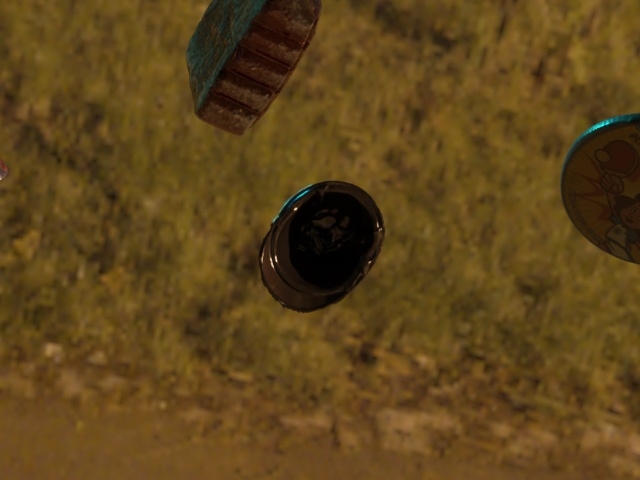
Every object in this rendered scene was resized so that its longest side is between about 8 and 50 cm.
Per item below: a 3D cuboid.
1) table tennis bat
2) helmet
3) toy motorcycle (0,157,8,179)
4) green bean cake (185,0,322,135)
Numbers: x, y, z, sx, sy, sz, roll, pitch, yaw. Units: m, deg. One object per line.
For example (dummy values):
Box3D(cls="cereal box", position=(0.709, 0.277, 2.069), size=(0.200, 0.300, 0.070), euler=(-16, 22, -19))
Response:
Box3D(cls="table tennis bat", position=(0.414, -0.078, 2.065), size=(0.215, 0.329, 0.044), euler=(40, 49, -7))
Box3D(cls="helmet", position=(-0.001, 0.001, 1.055), size=(0.065, 0.084, 0.049), euler=(42, 3, -9))
Box3D(cls="toy motorcycle", position=(-0.336, -0.030, 1.545), size=(0.114, 0.205, 0.076), euler=(6, 17, -10))
Box3D(cls="green bean cake", position=(-0.051, -0.163, 1.380), size=(0.056, 0.136, 0.135), euler=(25, 27, -20))
